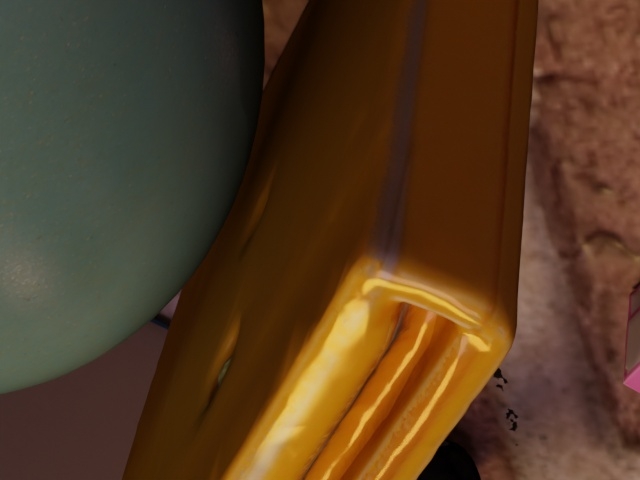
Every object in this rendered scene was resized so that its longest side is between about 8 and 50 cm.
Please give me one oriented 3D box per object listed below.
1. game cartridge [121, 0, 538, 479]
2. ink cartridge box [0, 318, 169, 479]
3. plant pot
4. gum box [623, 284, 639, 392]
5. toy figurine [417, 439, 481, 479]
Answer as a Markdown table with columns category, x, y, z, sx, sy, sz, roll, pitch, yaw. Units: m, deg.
| category | x | y | z | sx | sy | sz | roll | pitch | yaw |
| --- | --- | --- | --- | --- | --- | --- | --- | --- | --- |
| game cartridge | 0.000 | 0.000 | 0.679 | 0.053 | 0.323 | 0.285 | 23 | 131 | -8 |
| ink cartridge box | -0.146 | 0.161 | 0.952 | 0.171 | 0.168 | 0.232 | 27 | 131 | -11 |
| plant pot | -0.151 | -0.081 | 0.686 | 0.293 | 0.293 | 0.235 | -7 | 143 | 18 |
| gum box | 0.219 | 0.017 | 0.815 | 0.107 | 0.062 | 0.188 | 29 | 130 | -11 |
| toy figurine | 0.067 | 0.223 | 0.935 | 0.148 | 0.213 | 0.209 | -40 | 116 | 18 |
